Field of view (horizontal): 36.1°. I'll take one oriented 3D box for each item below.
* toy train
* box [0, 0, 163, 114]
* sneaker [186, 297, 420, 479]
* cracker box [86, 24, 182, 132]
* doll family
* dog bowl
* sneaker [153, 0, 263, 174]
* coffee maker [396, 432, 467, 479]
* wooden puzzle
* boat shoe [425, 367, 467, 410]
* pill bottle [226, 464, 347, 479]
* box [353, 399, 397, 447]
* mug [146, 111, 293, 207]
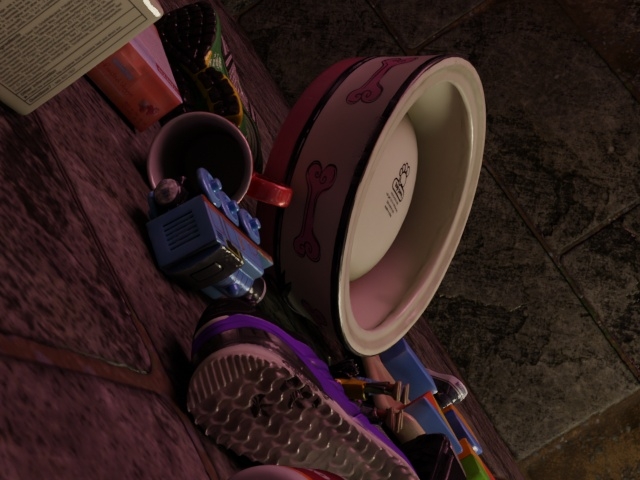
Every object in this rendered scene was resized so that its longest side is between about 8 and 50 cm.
[{"bbox_3d":[-0.106,0.006,0.968,0.184,0.080,0.105,49,18,-60],"label":"toy train"},{"bbox_3d":[-0.247,-0.220,0.711,0.126,0.149,0.232,59,7,27],"label":"box"},{"bbox_3d":[-0.007,0.152,0.840,0.293,0.102,0.146,52,7,-31],"label":"sneaker"},{"bbox_3d":[-0.252,-0.249,1.169,0.155,0.067,0.232,50,8,-36],"label":"cracker box"},{"bbox_3d":[0.038,0.177,1.118,0.193,0.111,0.076,55,40,-72],"label":"doll family"},{"bbox_3d":[0.067,-0.061,1.298,0.150,0.407,0.408,20,-11,26],"label":"dog bowl"},{"bbox_3d":[-0.171,-0.207,1.396,0.146,0.134,0.343,59,11,-52],"label":"sneaker"},{"bbox_3d":[0.136,0.313,1.013,0.178,0.120,0.171,54,8,-17],"label":"coffee maker"},{"bbox_3d":[0.171,0.282,1.479,0.322,0.080,0.348,53,3,-20],"label":"wooden puzzle"},{"bbox_3d":[0.191,0.286,1.819,0.065,0.083,0.183,56,-20,-9],"label":"boat shoe"},{"bbox_3d":[-0.014,0.195,0.655,0.086,0.086,0.152,59,6,21],"label":"pill bottle"},{"bbox_3d":[0.081,0.276,1.195,0.162,0.029,0.116,52,8,-20],"label":"box"},{"bbox_3d":[-0.116,-0.071,1.118,0.150,0.113,0.169,49,3,-3],"label":"mug"}]
